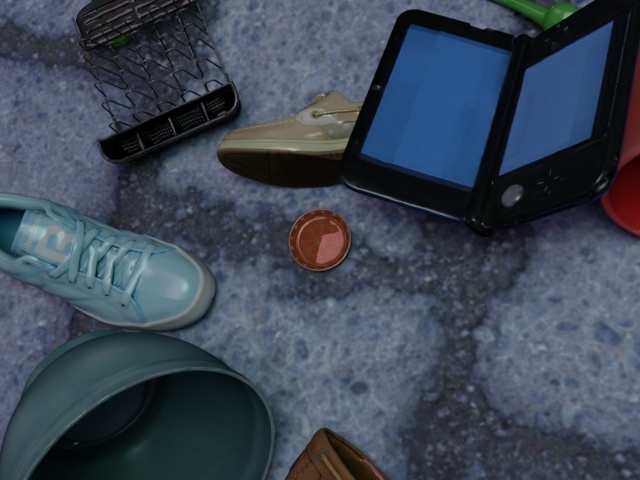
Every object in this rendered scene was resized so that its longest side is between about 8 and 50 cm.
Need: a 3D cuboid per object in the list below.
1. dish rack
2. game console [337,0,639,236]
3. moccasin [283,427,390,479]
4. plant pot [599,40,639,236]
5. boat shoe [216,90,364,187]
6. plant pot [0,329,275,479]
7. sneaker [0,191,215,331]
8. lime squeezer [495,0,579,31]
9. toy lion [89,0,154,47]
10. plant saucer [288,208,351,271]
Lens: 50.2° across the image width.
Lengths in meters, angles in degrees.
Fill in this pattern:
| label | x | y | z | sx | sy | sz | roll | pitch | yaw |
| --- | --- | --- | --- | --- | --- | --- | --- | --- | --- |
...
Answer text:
| label | x | y | z | sx | sy | sz | roll | pitch | yaw |
| --- | --- | --- | --- | --- | --- | --- | --- | --- | --- |
| dish rack | -0.242 | -0.259 | 0.969 | 0.208 | 0.074 | 0.272 | -22 | 83 | 5 |
| game console | 0.189 | -0.172 | 0.759 | 0.173 | 0.250 | 0.293 | 31 | 62 | -21 |
| moccasin | 0.130 | 0.339 | 0.724 | 0.380 | 0.139 | 0.147 | 31 | 94 | 28 |
| plant pot | 0.438 | -0.151 | 0.711 | 0.274 | 0.275 | 0.243 | 6 | 68 | 15 |
| boat shoe | 0.018 | -0.136 | 0.879 | 0.302 | 0.109 | 0.098 | -3 | 70 | 7 |
| plant pot | -0.225 | 0.222 | 0.774 | 0.293 | 0.293 | 0.196 | -53 | 44 | -3 |
| sneaker | -0.322 | 0.026 | 0.891 | 0.365 | 0.150 | 0.135 | 13 | 80 | 16 |
| lime squeezer | 0.352 | -0.295 | 0.876 | 0.310 | 0.059 | 0.110 | 1 | 44 | 14 |
| toy lion | -0.304 | -0.342 | 1.045 | 0.096 | 0.034 | 0.100 | 8 | 78 | 7 |
| plant saucer | 0.000 | 0.000 | 0.894 | 0.083 | 0.013 | 0.084 | -3 | 75 | 13 |
